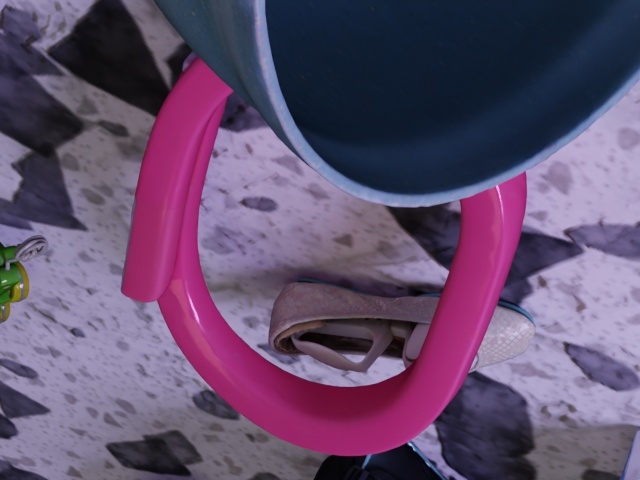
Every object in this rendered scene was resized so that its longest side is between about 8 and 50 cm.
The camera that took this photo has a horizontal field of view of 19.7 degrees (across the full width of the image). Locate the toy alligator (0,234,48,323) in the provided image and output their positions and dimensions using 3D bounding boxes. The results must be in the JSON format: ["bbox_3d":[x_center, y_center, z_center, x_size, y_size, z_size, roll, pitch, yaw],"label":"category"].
[{"bbox_3d":[-0.226,0.020,1.225,0.189,0.056,0.051,-42,68,52],"label":"toy alligator"}]

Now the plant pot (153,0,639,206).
[{"bbox_3d":[0.022,-0.185,0.654,0.196,0.293,0.293,36,153,32],"label":"plant pot"}]

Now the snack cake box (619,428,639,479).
[{"bbox_3d":[0.245,0.246,1.202,0.152,0.089,0.264,17,143,10],"label":"snack cake box"}]

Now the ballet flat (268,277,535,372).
[{"bbox_3d":[0.047,0.061,1.113,0.168,0.052,0.057,5,141,24],"label":"ballet flat"}]

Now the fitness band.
[{"bbox_3d":[0.000,0.000,1.025,0.209,0.054,0.291,23,131,7],"label":"fitness band"}]

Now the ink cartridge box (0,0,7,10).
[{"bbox_3d":[-0.247,-0.186,0.867,0.237,0.172,0.100,26,145,-2],"label":"ink cartridge box"}]

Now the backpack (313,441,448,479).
[{"bbox_3d":[0.054,0.249,1.250,0.188,0.166,0.144,35,145,-9],"label":"backpack"}]
